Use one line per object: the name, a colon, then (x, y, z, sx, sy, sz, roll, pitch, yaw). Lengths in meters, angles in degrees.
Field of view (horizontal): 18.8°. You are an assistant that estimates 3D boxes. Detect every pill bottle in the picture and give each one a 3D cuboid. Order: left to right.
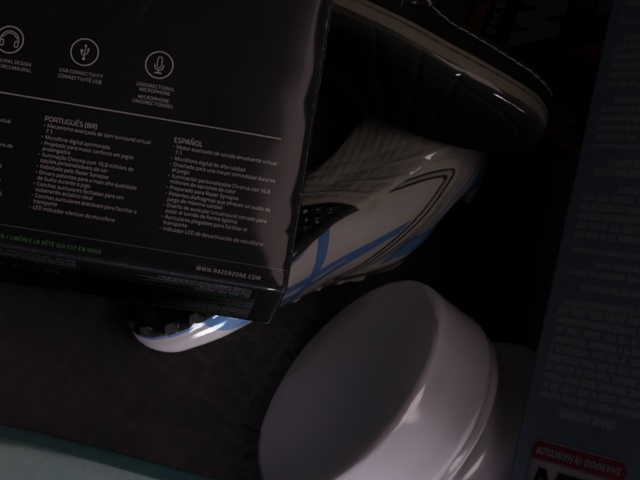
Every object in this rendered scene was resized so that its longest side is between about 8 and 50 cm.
pill bottle: (0.110, 0.159, 1.062, 0.283, 0.161, 0.161, 40, 67, -24)

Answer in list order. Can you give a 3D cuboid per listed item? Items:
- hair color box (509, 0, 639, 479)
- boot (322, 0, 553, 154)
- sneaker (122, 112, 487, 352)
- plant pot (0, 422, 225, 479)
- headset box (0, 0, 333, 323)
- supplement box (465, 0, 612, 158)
hair color box: (0.227, -0.009, 0.960, 0.185, 0.113, 0.375, 14, 87, -29)
boot: (0.046, -0.165, 1.047, 0.236, 0.085, 0.179, 28, 65, 8)
sneaker: (0.000, 0.000, 1.055, 0.237, 0.085, 0.086, -33, 129, -24)
plant pot: (-0.178, 0.157, 0.883, 0.234, 0.165, 0.166, 23, 75, -22)
headset box: (-0.117, -0.123, 0.902, 0.246, 0.131, 0.283, 8, 81, -4)
supplement box: (0.220, -0.118, 1.132, 0.191, 0.194, 0.129, 31, 72, -27)
